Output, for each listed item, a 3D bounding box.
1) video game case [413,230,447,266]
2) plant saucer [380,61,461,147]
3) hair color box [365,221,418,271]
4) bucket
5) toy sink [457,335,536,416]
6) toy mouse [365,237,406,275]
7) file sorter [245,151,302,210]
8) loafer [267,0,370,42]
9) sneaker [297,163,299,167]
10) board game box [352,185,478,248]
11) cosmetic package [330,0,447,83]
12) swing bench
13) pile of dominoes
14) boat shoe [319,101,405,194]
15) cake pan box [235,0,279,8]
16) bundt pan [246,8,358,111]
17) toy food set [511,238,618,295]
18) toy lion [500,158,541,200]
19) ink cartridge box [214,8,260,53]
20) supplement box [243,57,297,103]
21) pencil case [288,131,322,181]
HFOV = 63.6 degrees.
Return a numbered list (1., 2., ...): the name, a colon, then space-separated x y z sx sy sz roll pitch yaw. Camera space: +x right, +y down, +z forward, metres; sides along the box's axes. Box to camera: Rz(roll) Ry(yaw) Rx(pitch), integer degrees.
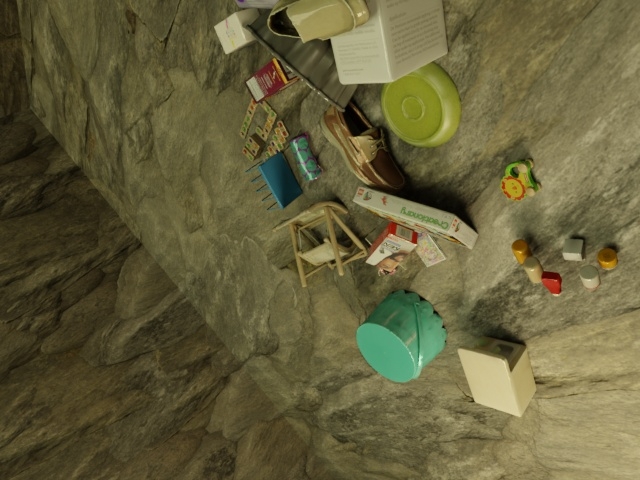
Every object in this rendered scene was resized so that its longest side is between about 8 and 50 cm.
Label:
1. video game case: 0.320 0.018 1.574 0.122 0.011 0.087 54 145 -1
2. plant saucer: 0.245 -0.345 1.330 0.241 0.037 0.240 29 138 31
3. hair color box: 0.216 0.022 1.579 0.093 0.053 0.167 21 143 -9
4. bucket: 0.269 0.329 1.746 0.281 0.183 0.281 29 138 30
5. toy sink: 0.529 0.379 1.539 0.153 0.131 0.234 5 128 47
6. toy mouse: 0.223 0.064 1.704 0.143 0.031 0.160 17 136 29
7. file sorter: -0.169 -0.205 1.834 0.105 0.118 0.170 -10 115 46
8. loafer: -0.011 -0.458 1.066 0.269 0.092 0.102 19 155 47
9. sneaker: -0.051 -0.242 1.767 0.083 0.031 0.035 58 -171 -31
10. board game box: 0.263 -0.065 1.435 0.305 0.053 0.193 22 179 37
11. cosmetic package: 0.120 -0.591 1.097 0.162 0.230 0.452 15 129 43
12. swing bench: 0.000 0.000 1.802 0.253 0.165 0.254 -22 96 55
13. pile of dominoes: -0.211 -0.372 1.826 0.196 0.040 0.251 48 145 9
14. boat shoe: 0.126 -0.267 1.463 0.324 0.123 0.116 48 142 5
15. cake pan box: -0.055 -0.661 1.227 0.246 0.266 0.070 24 162 36
16. bundt pan: -0.025 -0.483 1.320 0.331 0.331 0.124 45 106 12
17. toy food set: 0.584 0.069 1.245 0.233 0.111 0.104 3 153 36
18. toy lion: 0.475 -0.142 1.246 0.096 0.034 0.100 2 121 57
19. ink cartridge box: -0.237 -0.645 1.579 0.143 0.092 0.089 -3 116 49
20. supplement box: -0.135 -0.498 1.575 0.188 0.104 0.080 -13 110 53
21. pencil case: -0.047 -0.274 1.700 0.070 0.064 0.151 -21 105 15
